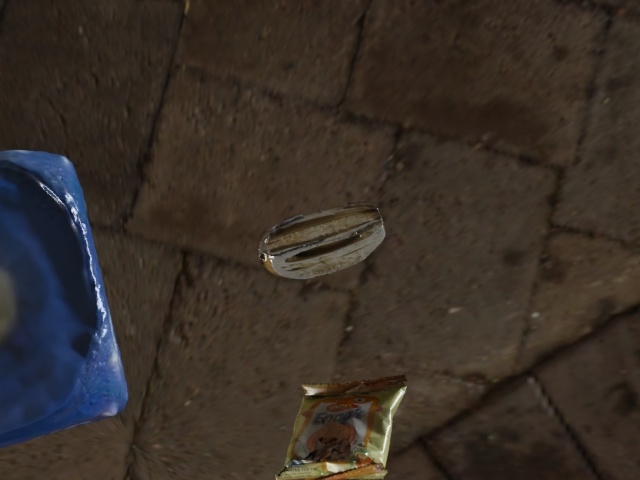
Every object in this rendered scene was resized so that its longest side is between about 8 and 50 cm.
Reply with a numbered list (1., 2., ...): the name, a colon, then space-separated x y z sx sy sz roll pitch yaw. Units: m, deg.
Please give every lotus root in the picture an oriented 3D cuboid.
1. lotus root: 0.000 0.002 1.035 0.083 0.037 0.030 -15 125 -6

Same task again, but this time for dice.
1. dice: -0.182 0.038 0.844 0.143 0.146 0.146 -13 86 -7

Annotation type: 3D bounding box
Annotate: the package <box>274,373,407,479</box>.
1. package: 0.020 0.174 1.493 0.108 0.031 0.121 -7 41 23
